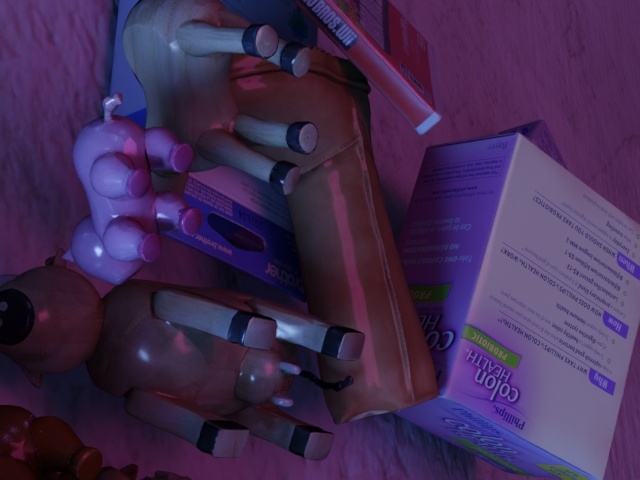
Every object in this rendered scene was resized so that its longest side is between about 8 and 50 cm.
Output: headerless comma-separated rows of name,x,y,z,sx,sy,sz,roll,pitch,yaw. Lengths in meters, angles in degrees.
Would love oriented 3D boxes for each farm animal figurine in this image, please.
farm animal figurine,-0.105,0.037,0.794,0.330,0.172,0.327,-62,144,-13

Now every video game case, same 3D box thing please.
video game case,-0.009,-0.220,1.023,0.285,0.025,0.204,45,19,-15

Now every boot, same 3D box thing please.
boot,0.000,0.000,0.940,0.236,0.089,0.269,-7,84,-57

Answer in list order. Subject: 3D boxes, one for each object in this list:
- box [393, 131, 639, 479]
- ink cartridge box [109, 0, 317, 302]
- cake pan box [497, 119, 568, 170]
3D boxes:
box,0.171,0.064,1.158,0.213,0.117,0.243,30,67,-34
ink cartridge box,-0.078,-0.118,1.001,0.186,0.065,0.311,29,53,-48
cake pan box,0.228,0.043,1.367,0.267,0.070,0.246,62,38,-17
